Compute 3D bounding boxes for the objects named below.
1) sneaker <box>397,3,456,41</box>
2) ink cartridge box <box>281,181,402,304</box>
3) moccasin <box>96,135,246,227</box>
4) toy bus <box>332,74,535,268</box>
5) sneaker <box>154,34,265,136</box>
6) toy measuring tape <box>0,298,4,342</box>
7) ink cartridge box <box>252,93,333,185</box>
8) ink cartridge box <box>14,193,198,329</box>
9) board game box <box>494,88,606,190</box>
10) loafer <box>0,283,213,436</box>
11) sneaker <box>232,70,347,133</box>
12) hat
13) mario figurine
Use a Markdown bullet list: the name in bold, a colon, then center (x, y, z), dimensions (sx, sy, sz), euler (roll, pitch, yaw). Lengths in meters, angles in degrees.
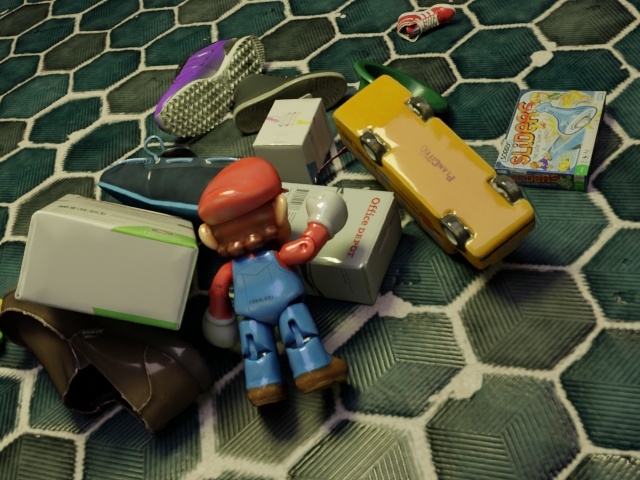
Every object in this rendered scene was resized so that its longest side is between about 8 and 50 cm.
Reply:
- **sneaker**: center (0.208, -0.430, 1.494), dimensions (0.118, 0.042, 0.067), euler (-7, 40, 23)
- **ink cartridge box**: center (0.000, 0.000, 1.106), dimensions (0.208, 0.087, 0.153), euler (7, 50, 25)
- **moccasin**: center (-0.223, -0.091, 1.224), dimensions (0.341, 0.137, 0.117), euler (12, 75, 35)
- **toy bus**: center (0.155, -0.095, 1.078), dimensions (0.108, 0.130, 0.333), euler (-37, 62, -6)
- **sneaker**: center (-0.245, -0.305, 1.495), dimensions (0.146, 0.102, 0.293), euler (13, 47, 34)
- **toy measuring tape**: center (-0.622, 0.168, 1.117), dimensions (0.330, 0.121, 0.121), euler (-31, 44, -23)
- **ink cartridge box**: center (-0.041, -0.174, 1.291), dimensions (0.089, 0.092, 0.143), euler (2, 47, 21)
- **ink cartridge box**: center (-0.277, 0.020, 1.025), dimensions (0.198, 0.115, 0.273), euler (12, 5, -12)
- **board game box**: center (0.362, -0.162, 1.180), dimensions (0.136, 0.035, 0.201), euler (7, 49, 24)
- **loafer**: center (-0.325, 0.157, 1.028), dimensions (0.365, 0.134, 0.130), euler (13, 52, 29)
- **sneaker**: center (-0.064, -0.288, 1.418), dimensions (0.222, 0.083, 0.118), euler (-17, 43, 4)
- **hat**: center (0.094, -0.196, 1.317), dimensions (0.208, 0.184, 0.173), euler (13, 28, -26)
- **mario figurine**: center (-0.058, 0.045, 0.996), dimensions (0.198, 0.170, 0.321), euler (-10, 79, -22)
